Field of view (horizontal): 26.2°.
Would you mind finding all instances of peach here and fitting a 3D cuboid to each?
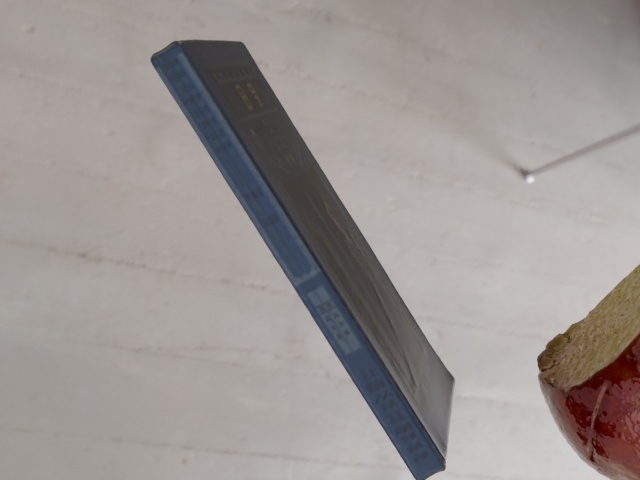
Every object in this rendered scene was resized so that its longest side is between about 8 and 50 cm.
[{"bbox_3d":[0.239,0.074,0.898,0.192,0.190,0.190,11,59,13],"label":"peach"}]

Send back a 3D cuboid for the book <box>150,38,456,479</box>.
[{"bbox_3d":[0.000,0.000,0.813,0.269,0.025,0.191,58,9,-3],"label":"book"}]
